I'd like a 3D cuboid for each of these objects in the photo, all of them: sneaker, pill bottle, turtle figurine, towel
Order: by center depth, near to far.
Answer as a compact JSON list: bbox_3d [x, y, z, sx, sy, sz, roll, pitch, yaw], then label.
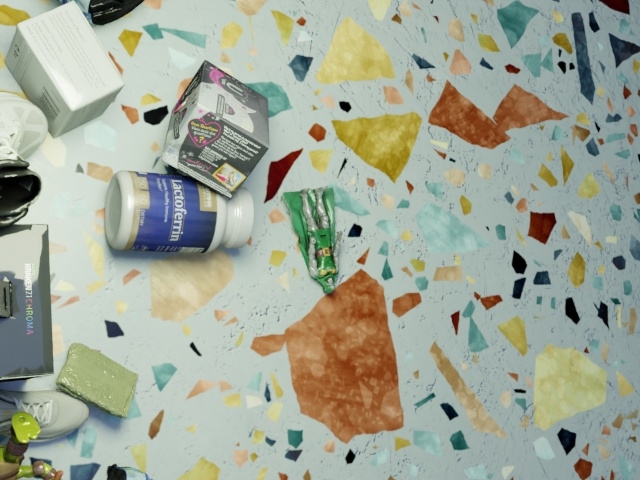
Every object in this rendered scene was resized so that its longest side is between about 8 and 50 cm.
[{"bbox_3d":[-0.532,-0.114,1.375,0.258,0.169,0.447,17,26,13],"label":"sneaker"},{"bbox_3d":[-0.525,0.375,1.414,0.270,0.217,0.087,5,43,-19],"label":"turtle figurine"},{"bbox_3d":[-0.529,0.301,1.449,0.263,0.121,0.099,6,77,-28],"label":"sneaker"},{"bbox_3d":[-0.411,0.260,1.550,0.148,0.027,0.110,33,36,-21],"label":"towel"},{"bbox_3d":[-0.274,-0.052,1.635,0.265,0.153,0.153,3,79,-28],"label":"pill bottle"}]

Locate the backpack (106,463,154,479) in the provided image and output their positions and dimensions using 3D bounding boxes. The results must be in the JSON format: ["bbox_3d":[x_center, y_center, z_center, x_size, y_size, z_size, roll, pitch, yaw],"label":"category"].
[{"bbox_3d":[-0.345,0.465,1.517,0.084,0.114,0.104,19,71,-24],"label":"backpack"}]

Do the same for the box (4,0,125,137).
[{"bbox_3d":[-0.479,-0.314,1.561,0.119,0.181,0.181,-35,97,-29],"label":"box"}]

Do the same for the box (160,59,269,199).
[{"bbox_3d":[-0.202,-0.224,1.641,0.163,0.142,0.247,30,23,-20],"label":"box"}]

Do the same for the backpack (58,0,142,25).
[{"bbox_3d":[-0.387,-0.583,1.630,0.273,0.290,0.355,29,75,-11],"label":"backpack"}]

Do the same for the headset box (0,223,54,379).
[{"bbox_3d":[-0.532,0.112,1.392,0.131,0.283,0.246,0,81,-28],"label":"headset box"}]

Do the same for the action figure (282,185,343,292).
[{"bbox_3d":[0.000,0.000,1.826,0.137,0.063,0.232,-9,88,-32],"label":"action figure"}]
